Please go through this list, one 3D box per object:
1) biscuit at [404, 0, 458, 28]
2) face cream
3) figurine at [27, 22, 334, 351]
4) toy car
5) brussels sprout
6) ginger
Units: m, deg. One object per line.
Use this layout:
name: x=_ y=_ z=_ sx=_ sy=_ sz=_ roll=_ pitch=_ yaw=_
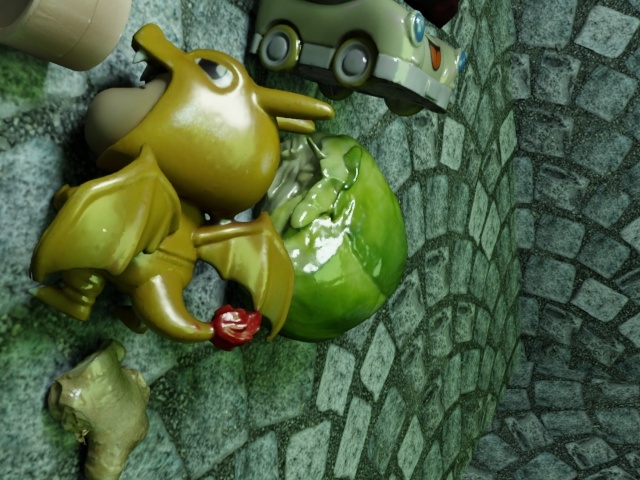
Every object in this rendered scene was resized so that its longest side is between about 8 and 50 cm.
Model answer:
biscuit: x=0.081 y=-0.526 z=1.032 sx=0.091 sy=0.407 sz=0.407 roll=-51 pitch=153 yaw=20
face cream: x=-0.302 y=-0.279 z=0.676 sx=0.104 sy=0.149 sz=0.149 roll=10 pitch=86 yaw=-56
figurine: x=-0.174 y=-0.050 z=0.807 sx=0.401 sy=0.268 sz=0.387 roll=29 pitch=84 yaw=-43
toy car: x=0.069 y=-0.360 z=1.037 sx=0.242 sy=0.336 sz=0.226 roll=5 pitch=103 yaw=-57
brussels sprout: x=0.000 y=0.000 z=1.087 sx=0.315 sy=0.276 sz=0.371 roll=22 pitch=69 yaw=-43
ginger: x=-0.295 y=0.249 z=0.841 sx=0.137 sy=0.074 sz=0.213 roll=-30 pitch=116 yaw=-41
